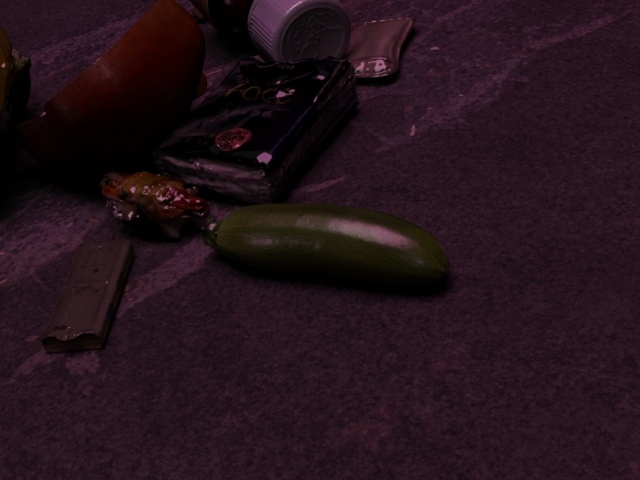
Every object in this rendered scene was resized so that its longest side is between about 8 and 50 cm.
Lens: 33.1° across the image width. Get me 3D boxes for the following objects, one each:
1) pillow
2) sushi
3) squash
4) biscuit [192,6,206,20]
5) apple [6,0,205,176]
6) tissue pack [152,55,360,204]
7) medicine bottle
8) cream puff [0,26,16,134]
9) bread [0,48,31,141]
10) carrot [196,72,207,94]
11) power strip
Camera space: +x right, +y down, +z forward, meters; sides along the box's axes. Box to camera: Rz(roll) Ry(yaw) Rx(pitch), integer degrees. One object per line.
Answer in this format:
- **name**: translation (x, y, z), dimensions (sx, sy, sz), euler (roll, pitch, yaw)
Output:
- **pillow**: translation (0.103, -0.367, 2.052), dimensions (0.131, 0.038, 0.232), euler (-3, 37, 21)
- **sushi**: translation (-0.276, -0.058, 1.732), dimensions (0.226, 0.103, 0.097), euler (11, 17, 33)
- **squash**: translation (0.000, 0.000, 1.555), dimensions (0.395, 0.107, 0.107), euler (6, 41, 26)
- **biscuit**: translation (-0.205, -0.560, 2.397), dimensions (0.164, 0.047, 0.208), euler (-10, 37, 4)
- **apple**: translation (-0.364, -0.273, 1.874), dimensions (0.329, 0.295, 0.365), euler (16, 48, 24)
- **tissue pack**: translation (-0.106, -0.205, 1.840), dimensions (0.245, 0.123, 0.332), euler (12, 44, 27)
- **medicine bottle**: translation (-0.108, -0.472, 2.096), dimensions (0.243, 0.242, 0.395), euler (-23, 42, -11)
- **cream puff**: translation (-0.662, -0.238, 1.825), dimensions (0.270, 0.323, 0.274), euler (8, -10, -16)
- **bread**: translation (-0.744, -0.319, 2.071), dimensions (0.382, 0.129, 0.366), euler (-6, 65, 1)
- **carrot**: translation (-0.284, -0.319, 2.109), dimensions (0.139, 0.048, 0.048), euler (20, 48, 38)
- **power strip**: translation (-0.345, 0.069, 1.634), dimensions (0.092, 0.034, 0.268), euler (-7, 37, 11)
